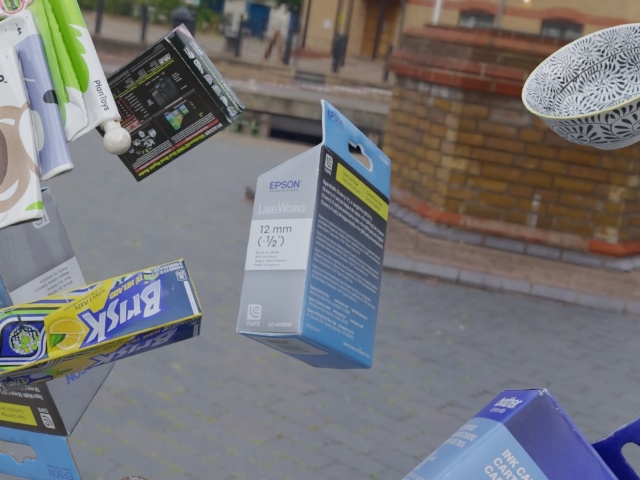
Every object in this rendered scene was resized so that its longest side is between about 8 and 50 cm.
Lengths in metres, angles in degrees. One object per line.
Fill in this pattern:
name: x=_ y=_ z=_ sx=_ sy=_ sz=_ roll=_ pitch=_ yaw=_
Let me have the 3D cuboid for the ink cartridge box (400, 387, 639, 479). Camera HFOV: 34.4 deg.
ink cartridge box: x=0.171 y=0.321 z=0.958 sx=0.270 sy=0.395 sz=0.151 roll=51 pitch=-11 yaw=3

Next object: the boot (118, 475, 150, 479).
boot: x=-0.194 y=0.475 z=1.646 sx=0.305 sy=0.112 sz=0.115 roll=27 pitch=4 yaw=-29

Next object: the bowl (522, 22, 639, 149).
bowl: x=0.307 y=-0.149 z=1.090 sx=0.170 sy=0.080 sz=0.170 roll=-23 pitch=31 yaw=15

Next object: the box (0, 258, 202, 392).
box: x=-0.185 y=0.070 z=0.850 sx=0.168 sy=0.054 sz=0.059 roll=-16 pitch=-20 yaw=-15

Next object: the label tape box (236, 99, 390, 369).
label tape box: x=0.000 y=0.000 z=1.556 sx=0.115 sy=0.348 sz=0.249 roll=-3 pitch=-18 yaw=26

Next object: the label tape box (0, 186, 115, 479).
label tape box: x=-0.370 y=0.113 z=1.224 sx=0.240 sy=0.334 sz=0.106 roll=-1 pitch=24 yaw=40

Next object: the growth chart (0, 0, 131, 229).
growth chart: x=-0.228 y=-0.060 z=0.594 sx=0.237 sy=0.172 sz=0.021 roll=-26 pitch=-15 yaw=-8

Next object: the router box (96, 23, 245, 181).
router box: x=-0.140 y=-0.119 z=0.907 sx=0.122 sy=0.092 sz=0.038 roll=-27 pitch=18 yaw=30
